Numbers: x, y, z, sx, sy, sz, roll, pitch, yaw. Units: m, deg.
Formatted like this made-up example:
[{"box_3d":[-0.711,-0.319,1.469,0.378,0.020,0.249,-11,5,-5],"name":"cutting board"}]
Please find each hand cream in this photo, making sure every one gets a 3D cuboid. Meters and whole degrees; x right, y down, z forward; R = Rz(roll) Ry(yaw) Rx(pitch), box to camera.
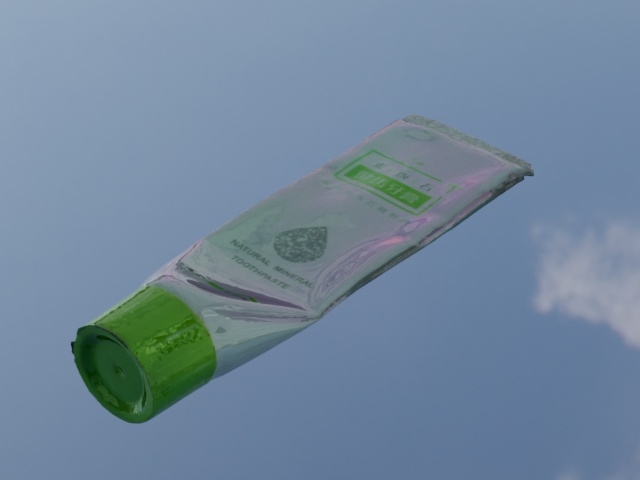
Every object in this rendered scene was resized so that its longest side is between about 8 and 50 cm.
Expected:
[{"box_3d":[0.000,0.001,0.635,0.079,0.050,0.275,47,-132,11],"name":"hand cream"}]
